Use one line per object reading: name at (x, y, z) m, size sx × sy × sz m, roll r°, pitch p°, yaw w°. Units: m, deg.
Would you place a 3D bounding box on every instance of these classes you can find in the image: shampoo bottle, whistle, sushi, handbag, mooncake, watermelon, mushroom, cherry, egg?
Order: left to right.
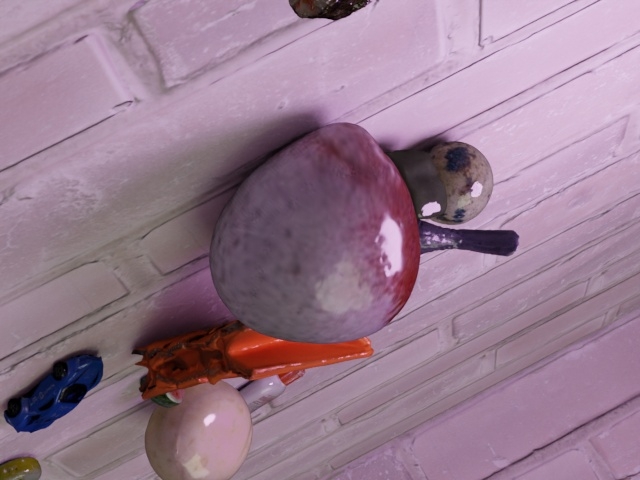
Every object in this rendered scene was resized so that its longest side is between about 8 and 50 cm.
whistle at (-0.628, 0.508, 2.242) m, size 0.104 × 0.057 × 0.198 m, roll -20°, pitch 154°, yaw -18°
watermelon at (-0.317, 0.297, 2.163) m, size 0.092 × 0.085 × 0.072 m, roll 0°, pitch -154°, yaw 43°
mushroom at (-0.265, 0.406, 2.285) m, size 0.246 × 0.202 × 0.246 m, roll -12°, pitch 109°, yaw -37°
handbag at (-0.126, 0.190, 1.913) m, size 0.303 × 0.116 × 0.410 m, roll -8°, pitch 173°, yaw -37°
shampoo bottle at (-0.135, 0.349, 2.484) m, size 0.221 × 0.051 × 0.108 m, roll -34°, pitch 156°, yaw 12°
cherry at (-0.013, 0.000, 1.638) m, size 0.326 × 0.291 × 0.335 m, roll -13°, pitch 133°, yaw 2°
sushi at (0.025, -0.319, 1.237) m, size 0.150 × 0.091 × 0.078 m, roll -39°, pitch 164°, yaw 36°
mooncake at (0.132, -0.068, 1.778) m, size 0.104 × 0.175 × 0.168 m, roll -7°, pitch 107°, yaw -34°
egg at (0.227, -0.095, 1.863) m, size 0.141 × 0.141 × 0.182 m, roll -26°, pitch 162°, yaw -6°

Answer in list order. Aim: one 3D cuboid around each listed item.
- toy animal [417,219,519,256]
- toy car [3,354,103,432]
toy animal at (0.157, -0.003, 1.975) m, size 0.367 × 0.081 × 0.206 m, roll 8°, pitch 171°, yaw -13°
toy car at (-0.473, 0.279, 1.937) m, size 0.216 × 0.063 × 0.103 m, roll -37°, pitch 155°, yaw 19°
